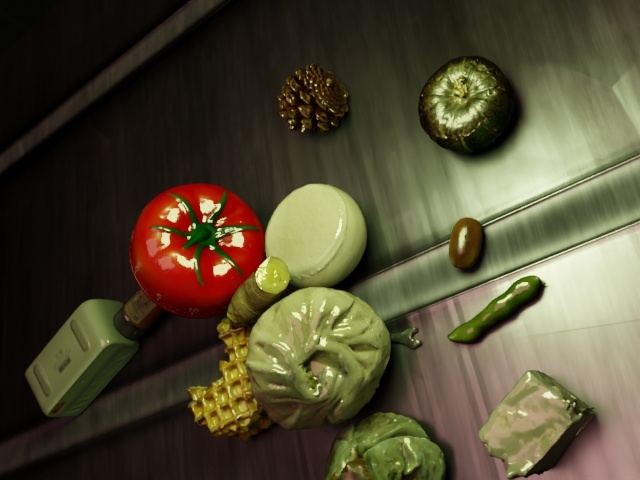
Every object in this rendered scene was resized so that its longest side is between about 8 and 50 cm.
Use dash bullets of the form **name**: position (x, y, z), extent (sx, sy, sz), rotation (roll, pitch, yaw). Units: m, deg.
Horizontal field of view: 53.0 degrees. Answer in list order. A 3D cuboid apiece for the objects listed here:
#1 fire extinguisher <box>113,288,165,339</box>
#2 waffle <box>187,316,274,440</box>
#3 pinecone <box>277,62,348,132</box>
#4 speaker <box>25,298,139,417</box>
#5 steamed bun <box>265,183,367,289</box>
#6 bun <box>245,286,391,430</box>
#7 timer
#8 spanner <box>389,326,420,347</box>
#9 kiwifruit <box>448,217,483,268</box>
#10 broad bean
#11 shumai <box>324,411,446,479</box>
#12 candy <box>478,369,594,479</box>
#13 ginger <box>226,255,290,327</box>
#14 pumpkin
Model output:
- **fire extinguisher**: position (-0.515, 0.133, 2.041), extent (0.376, 0.113, 0.200), rotation (-42, 68, 18)
- **waffle**: position (-0.218, 0.380, 1.741), extent (0.261, 0.151, 0.324), rotation (24, 92, 41)
- **pinecone**: position (-0.028, -0.392, 1.817), extent (0.207, 0.207, 0.208), rotation (-12, 69, 33)
- **speaker**: position (-0.787, 0.396, 2.128), extent (0.406, 0.183, 0.184), rotation (-47, 60, 15)
- **steamed bun**: position (0.000, 0.000, 1.678), extent (0.282, 0.177, 0.283), rotation (-15, 62, 32)
- **bun**: position (-0.015, 0.284, 1.511), extent (0.359, 0.211, 0.360), rotation (0, 91, 5)
- **timer**: position (-0.340, 0.030, 1.799), extent (0.279, 0.377, 0.378), rotation (128, 138, -59)
- **spanner**: position (0.137, 0.243, 1.607), extent (0.254, 0.015, 0.054), rotation (-5, 71, 34)
- **kiwifruit**: position (0.340, 0.005, 1.500), extent (0.075, 0.075, 0.125), rotation (7, 76, 37)
- **broad bean**: position (0.388, 0.161, 1.433), extent (0.256, 0.052, 0.053), rotation (-41, 14, 22)
- **shumai**: position (0.083, 0.519, 1.403), extent (0.304, 0.263, 0.310), rotation (26, 91, 36)
- **candy**: position (0.423, 0.358, 1.259), extent (0.137, 0.184, 0.195), rotation (42, 101, 32)
- **ginger**: position (-0.155, 0.136, 1.625), extent (0.263, 0.116, 0.109), rotation (129, 144, -51)
- **pumpkin**: position (0.344, -0.329, 1.546), extent (0.237, 0.159, 0.238), rotation (-12, 65, 29)
